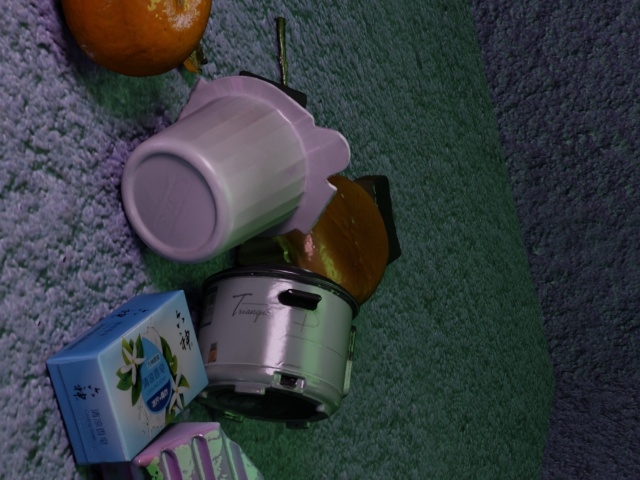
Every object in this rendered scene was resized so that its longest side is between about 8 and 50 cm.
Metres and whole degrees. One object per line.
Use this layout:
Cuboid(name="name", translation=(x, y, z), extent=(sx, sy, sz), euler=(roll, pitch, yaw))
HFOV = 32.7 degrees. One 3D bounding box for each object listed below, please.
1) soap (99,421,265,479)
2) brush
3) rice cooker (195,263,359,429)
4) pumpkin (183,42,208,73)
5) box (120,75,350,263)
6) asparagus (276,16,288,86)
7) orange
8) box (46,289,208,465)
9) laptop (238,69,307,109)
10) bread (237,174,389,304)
Cuboid(name="soap", translation=(-0.152, 0.402, 1.422), extent=(0.193, 0.109, 0.324), euler=(-18, 95, -44))
Cuboid(name="brush", translation=(0.121, -0.042, 2.357), extent=(0.123, 0.059, 0.197), euler=(-31, 113, -67))
Cuboid(name="rice cooker", translation=(-0.068, 0.146, 1.625), extent=(0.280, 0.241, 0.227), euler=(129, -29, -63))
Cuboid(name="pumpkin", translation=(-0.207, -0.301, 1.671), extent=(0.073, 0.035, 0.101), euler=(-81, 152, -58))
Cuboid(name="box", translation=(-0.128, -0.078, 1.511), extent=(0.206, 0.291, 0.262), euler=(-38, 123, -52))
Cuboid(name="asparagus", translation=(-0.066, -0.302, 2.021), extent=(0.023, 0.022, 0.233), euler=(155, -68, -67))
Cuboid(name="orange", translation=(-0.243, -0.322, 1.409), extent=(0.224, 0.170, 0.224), euler=(-23, 118, -54))
Cuboid(name="box", translation=(-0.241, 0.170, 1.402), extent=(0.232, 0.083, 0.143), euler=(-40, 120, -62))
Cuboid(name="laptop", translation=(-0.089, -0.185, 1.851), extent=(0.135, 0.016, 0.197), euler=(18, 63, -25))
Cuboid(name="bread", translation=(0.004, 0.011, 1.903), extent=(0.388, 0.183, 0.236), euler=(-51, 129, -60))
